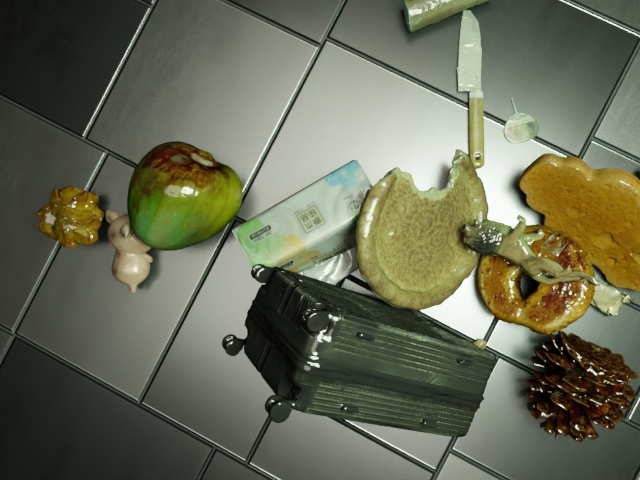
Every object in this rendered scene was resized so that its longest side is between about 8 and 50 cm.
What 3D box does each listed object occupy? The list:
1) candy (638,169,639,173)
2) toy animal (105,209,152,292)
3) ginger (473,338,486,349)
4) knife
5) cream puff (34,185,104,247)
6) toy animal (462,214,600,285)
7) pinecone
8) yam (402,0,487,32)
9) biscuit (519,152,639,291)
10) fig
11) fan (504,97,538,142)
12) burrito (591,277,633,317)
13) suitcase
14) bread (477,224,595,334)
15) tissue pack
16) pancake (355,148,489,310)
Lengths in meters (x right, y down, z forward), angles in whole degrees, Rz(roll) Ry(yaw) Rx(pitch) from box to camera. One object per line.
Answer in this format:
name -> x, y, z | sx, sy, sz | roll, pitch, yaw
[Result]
candy -> 0.607, -0.051, 0.836 | 0.149, 0.246, 0.069 | 21, 108, -2
toy animal -> -0.341, 0.019, 0.968 | 0.084, 0.089, 0.150 | 0, 102, 21
ginger -> 0.274, 0.222, 0.946 | 0.048, 0.030, 0.097 | 24, 91, 6
knife -> 0.269, -0.277, 0.972 | 0.047, 0.017, 0.297 | 0, 88, 11
cream puff -> -0.452, -0.041, 0.977 | 0.116, 0.094, 0.122 | -27, 90, 5
toy animal -> 0.335, 0.013, 0.857 | 0.220, 0.069, 0.086 | 30, 106, 30
pinecone -> 0.411, 0.246, 0.879 | 0.163, 0.163, 0.165 | 21, 106, 5
yam -> 0.225, -0.431, 0.956 | 0.170, 0.068, 0.068 | -22, 87, 2
biscuit -> 0.463, -0.036, 0.881 | 0.295, 0.186, 0.044 | 40, 52, 1
fig -> -0.237, -0.070, 0.920 | 0.181, 0.181, 0.191 | 40, 89, 4
fan -> 0.363, -0.212, 0.970 | 0.060, 0.003, 0.080 | 13, 89, 4
burrito -> 0.448, 0.074, 0.935 | 0.171, 0.042, 0.051 | 29, 98, 2
suitcase -> 0.057, 0.168, 0.805 | 0.335, 0.230, 0.152 | 20, 95, -28
bread -> 0.357, 0.061, 0.903 | 0.193, 0.064, 0.193 | -9, 71, 29
tissue pack -> 0.000, 0.000, 0.901 | 0.230, 0.159, 0.145 | -30, 73, 1
pancake -> 0.176, -0.022, 0.875 | 0.288, 0.033, 0.286 | 32, 81, -37
